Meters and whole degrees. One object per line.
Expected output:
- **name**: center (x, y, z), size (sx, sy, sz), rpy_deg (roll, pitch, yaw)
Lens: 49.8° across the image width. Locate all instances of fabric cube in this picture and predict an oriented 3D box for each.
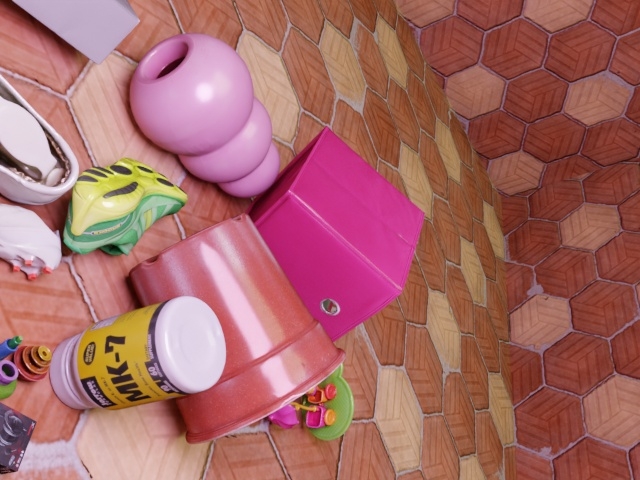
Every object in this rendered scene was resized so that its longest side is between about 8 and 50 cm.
- **fabric cube**: center (0.000, 0.000, 1.275), size (0.258, 0.254, 0.259), rpy_deg (41, 37, -12)

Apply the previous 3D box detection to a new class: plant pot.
- **plant pot**: center (-0.140, 0.118, 1.047), size (0.265, 0.272, 0.272), rpy_deg (63, 28, -1)

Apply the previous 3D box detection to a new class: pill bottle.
- **pill bottle**: center (-0.235, 0.150, 0.879), size (0.119, 0.208, 0.119), rpy_deg (40, 41, -47)

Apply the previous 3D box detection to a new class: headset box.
- **headset box**: center (-0.372, 0.218, 0.779), size (0.083, 0.032, 0.062), rpy_deg (50, 35, -39)

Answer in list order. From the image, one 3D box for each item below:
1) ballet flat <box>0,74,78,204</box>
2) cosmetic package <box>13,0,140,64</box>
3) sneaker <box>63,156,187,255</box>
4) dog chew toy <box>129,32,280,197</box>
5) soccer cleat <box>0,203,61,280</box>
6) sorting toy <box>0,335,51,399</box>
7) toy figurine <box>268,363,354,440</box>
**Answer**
- **ballet flat**: center (-0.426, -0.188, 0.784), size (0.400, 0.139, 0.139), rpy_deg (50, 35, -38)
- **cosmetic package**: center (-0.387, -0.375, 0.982), size (0.238, 0.107, 0.127), rpy_deg (32, 18, -50)
- **sneaker**: center (-0.294, -0.048, 1.020), size (0.109, 0.124, 0.295), rpy_deg (35, 13, 5)
- **dog chew toy**: center (-0.180, -0.196, 1.210), size (0.332, 0.206, 0.207), rpy_deg (54, 32, -47)
- **soccer cleat**: center (-0.398, -0.020, 0.843), size (0.196, 0.068, 0.076), rpy_deg (47, 31, -52)
- **sorting toy**: center (-0.359, 0.144, 0.820), size (0.061, 0.042, 0.102), rpy_deg (56, 17, 2)
- **toy figurine**: center (-0.035, 0.282, 1.272), size (0.159, 0.130, 0.173), rpy_deg (16, 74, -48)
